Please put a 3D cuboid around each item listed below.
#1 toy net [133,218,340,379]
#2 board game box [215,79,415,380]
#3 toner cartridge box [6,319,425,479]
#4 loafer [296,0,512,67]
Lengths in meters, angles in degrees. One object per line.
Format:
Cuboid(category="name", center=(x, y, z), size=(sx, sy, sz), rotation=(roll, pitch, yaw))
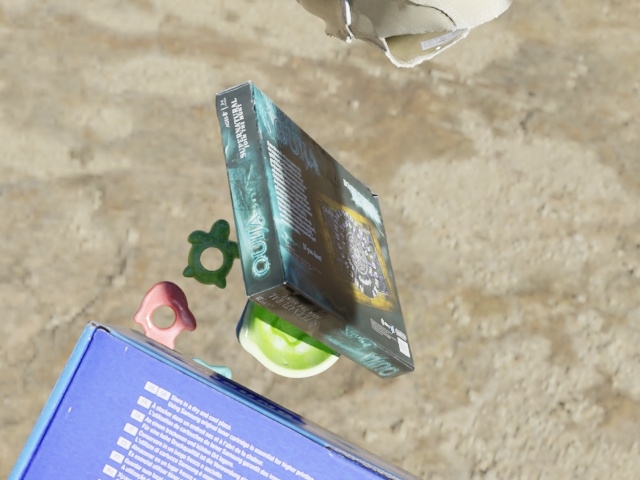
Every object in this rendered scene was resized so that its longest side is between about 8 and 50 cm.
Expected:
Cuboid(category="toy net", center=(-0.082, 0.108, 0.878), size=(0.122, 0.232, 0.045), rotation=(32, -5, -9))
Cuboid(category="board game box", center=(0.000, 0.000, 0.819), size=(0.026, 0.186, 0.126), rotation=(-20, 63, 18))
Cuboid(category="toner cartridge box", center=(0.030, 0.182, 0.550), size=(0.347, 0.075, 0.165), rotation=(27, 87, 10))
Cuboid(category="loafer", center=(0.048, -0.155, 0.866), size=(0.102, 0.092, 0.268), rotation=(-31, 6, -6))
